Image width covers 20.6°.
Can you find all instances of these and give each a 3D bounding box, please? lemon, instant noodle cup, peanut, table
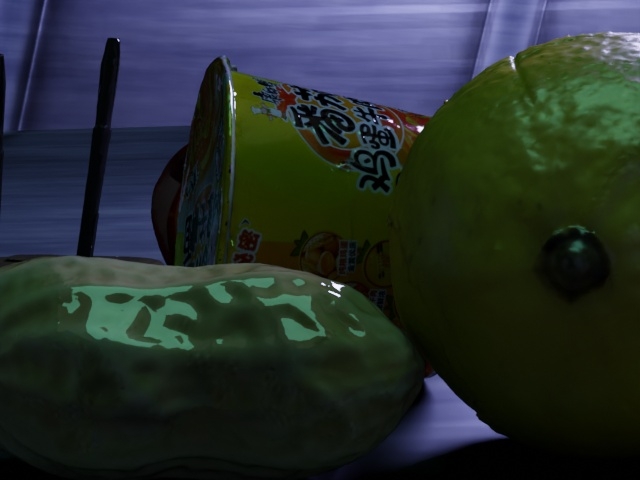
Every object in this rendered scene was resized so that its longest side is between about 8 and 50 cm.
[{"bbox_3d":[0.183,0.002,1.151,0.297,0.297,0.297,-1,9,0],"label":"lemon"},{"bbox_3d":[0.000,0.000,1.359,0.200,0.264,0.264,7,8,-11],"label":"instant noodle cup"},{"bbox_3d":[-0.090,0.084,1.114,0.313,0.152,0.152,4,10,9],"label":"peanut"},{"bbox_3d":[-0.338,-0.074,1.777,0.317,0.249,0.317,-1,9,0],"label":"table"}]

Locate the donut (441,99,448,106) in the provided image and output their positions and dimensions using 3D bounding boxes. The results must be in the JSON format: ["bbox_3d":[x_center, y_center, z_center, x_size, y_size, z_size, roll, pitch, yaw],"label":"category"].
[{"bbox_3d":[0.211,-0.059,1.651,0.253,0.118,0.253,13,21,-5],"label":"donut"}]

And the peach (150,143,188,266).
[{"bbox_3d":[-0.046,-0.018,1.607,0.190,0.196,0.226,-41,23,-19],"label":"peach"}]
